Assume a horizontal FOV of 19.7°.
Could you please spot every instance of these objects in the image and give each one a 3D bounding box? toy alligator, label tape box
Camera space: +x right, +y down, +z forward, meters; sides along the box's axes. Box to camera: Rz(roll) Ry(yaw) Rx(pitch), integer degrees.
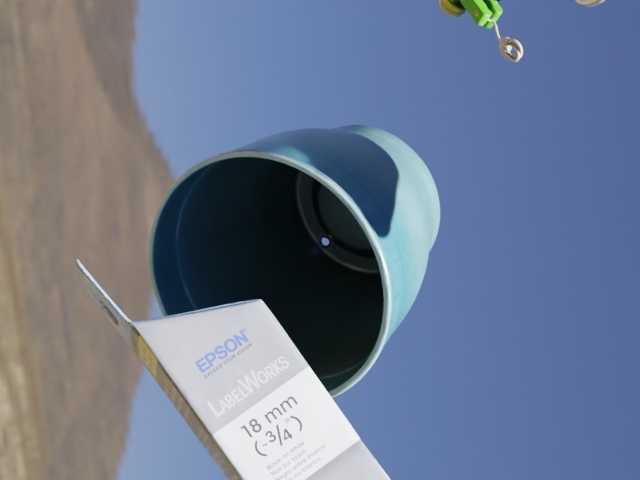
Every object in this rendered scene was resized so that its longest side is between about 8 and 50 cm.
[{"bbox_3d":[0.157,-0.253,1.876,0.189,0.051,0.056,52,-48,20],"label":"toy alligator"},{"bbox_3d":[-0.065,0.135,1.567,0.333,0.106,0.240,54,-9,3],"label":"label tape box"}]

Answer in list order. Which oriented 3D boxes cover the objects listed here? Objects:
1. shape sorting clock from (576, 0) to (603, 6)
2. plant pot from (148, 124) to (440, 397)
[{"bbox_3d":[0.306,-0.327,1.830,0.206,0.040,0.206,-52,-159,30],"label":"shape sorting clock"},{"bbox_3d":[0.000,0.000,1.949,0.255,0.272,0.271,-37,129,-57],"label":"plant pot"}]
